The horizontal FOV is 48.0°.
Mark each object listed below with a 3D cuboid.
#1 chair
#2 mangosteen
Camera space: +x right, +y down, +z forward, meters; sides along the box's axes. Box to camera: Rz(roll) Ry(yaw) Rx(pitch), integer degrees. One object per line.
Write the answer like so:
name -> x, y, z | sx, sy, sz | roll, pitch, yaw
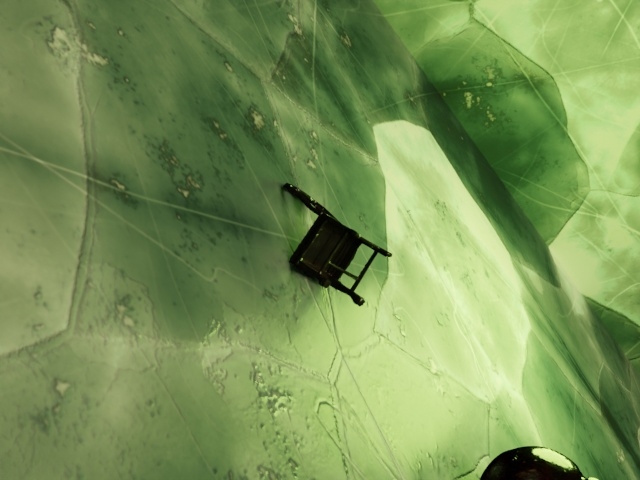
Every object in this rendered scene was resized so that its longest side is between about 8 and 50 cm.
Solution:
chair -> 0.000, 0.000, 1.212 | 0.106, 0.113, 0.229 | 32, 1, -43
mangosteen -> 0.395, 0.467, 1.227 | 0.228, 0.265, 0.228 | 10, 77, -49
